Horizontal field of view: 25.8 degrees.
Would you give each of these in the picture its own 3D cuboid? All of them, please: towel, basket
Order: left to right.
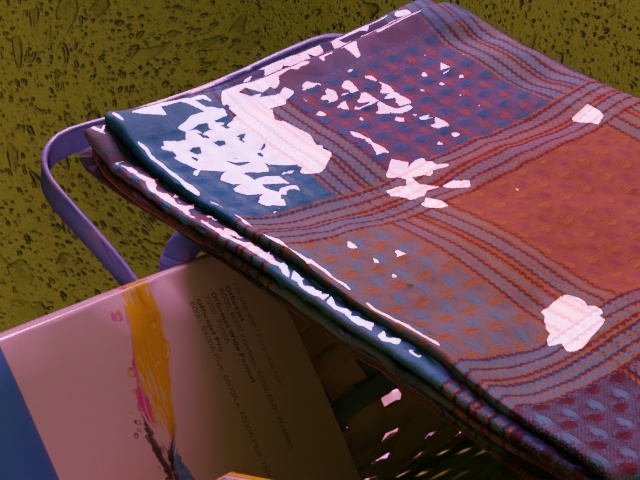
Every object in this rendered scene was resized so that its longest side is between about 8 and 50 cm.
[{"bbox_3d":[0.000,0.000,0.870,0.255,0.289,0.201,-27,-31,-27],"label":"basket"},{"bbox_3d":[0.090,-0.021,0.691,0.271,0.040,0.370,-24,40,-32],"label":"towel"}]

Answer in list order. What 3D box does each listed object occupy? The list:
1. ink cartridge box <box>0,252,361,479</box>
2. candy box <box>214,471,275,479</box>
[{"bbox_3d":[-0.124,0.123,0.681,0.171,0.168,0.233,-23,0,39],"label":"ink cartridge box"},{"bbox_3d":[-0.012,0.123,0.495,0.105,0.027,0.206,-20,11,-36],"label":"candy box"}]
